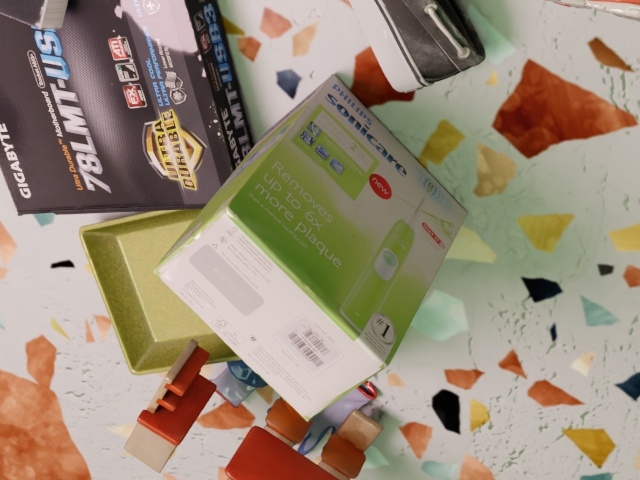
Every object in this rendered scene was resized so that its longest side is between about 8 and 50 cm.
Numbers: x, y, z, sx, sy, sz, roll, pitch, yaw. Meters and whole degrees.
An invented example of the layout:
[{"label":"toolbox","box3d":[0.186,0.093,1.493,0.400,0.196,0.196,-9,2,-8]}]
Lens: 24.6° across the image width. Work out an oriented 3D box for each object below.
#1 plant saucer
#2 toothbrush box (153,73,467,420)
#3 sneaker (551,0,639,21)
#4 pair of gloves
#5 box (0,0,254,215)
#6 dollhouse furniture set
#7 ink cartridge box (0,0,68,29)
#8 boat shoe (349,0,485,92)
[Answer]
[{"label":"plant saucer","box3d":[-0.159,0.049,1.654,0.188,0.045,0.188,-11,106,28]},{"label":"toothbrush box","box3d":[0.000,0.000,1.420,0.206,0.283,0.122,46,125,-8]},{"label":"sneaker","box3d":[0.239,-0.242,1.321,0.158,0.061,0.065,15,98,13]},{"label":"pair of gloves","box3d":[-0.038,0.167,1.706,0.198,0.023,0.159,40,125,-6]},{"label":"box","box3d":[-0.234,-0.171,1.547,0.293,0.073,0.295,-2,118,23]},{"label":"dollhouse furniture set","box3d":[-0.071,0.236,1.579,0.259,0.262,0.135,33,131,-1]},{"label":"ink cartridge box","box3d":[-0.325,-0.338,1.444,0.206,0.045,0.208,22,107,18]},{"label":"boat shoe","box3d":[0.060,-0.276,1.330,0.105,0.113,0.306,-17,115,23]}]
